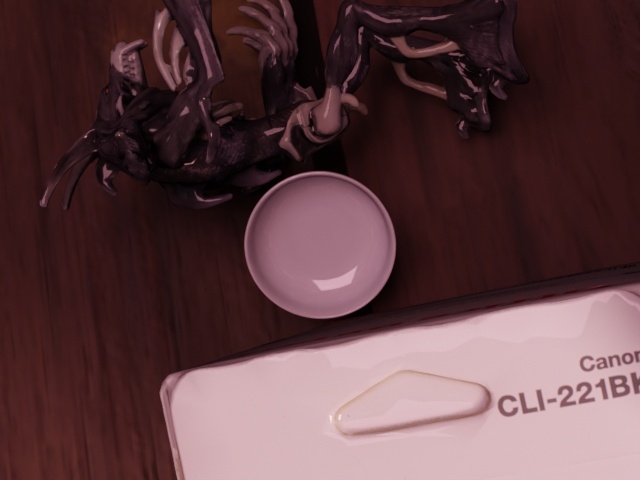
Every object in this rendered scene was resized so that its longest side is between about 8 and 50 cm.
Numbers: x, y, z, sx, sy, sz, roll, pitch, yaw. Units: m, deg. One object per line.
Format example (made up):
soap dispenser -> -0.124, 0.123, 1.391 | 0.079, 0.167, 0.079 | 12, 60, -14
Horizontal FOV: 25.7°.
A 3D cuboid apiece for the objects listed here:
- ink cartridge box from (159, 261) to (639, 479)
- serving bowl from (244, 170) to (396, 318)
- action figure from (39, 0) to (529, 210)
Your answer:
ink cartridge box -> 0.071, 0.083, 0.630 | 0.197, 0.273, 0.114 | -12, 87, 14
serving bowl -> 0.000, 0.000, 0.778 | 0.083, 0.027, 0.083 | 0, 105, 1
action figure -> -0.030, -0.099, 0.791 | 0.275, 0.164, 0.141 | -14, 81, 4
